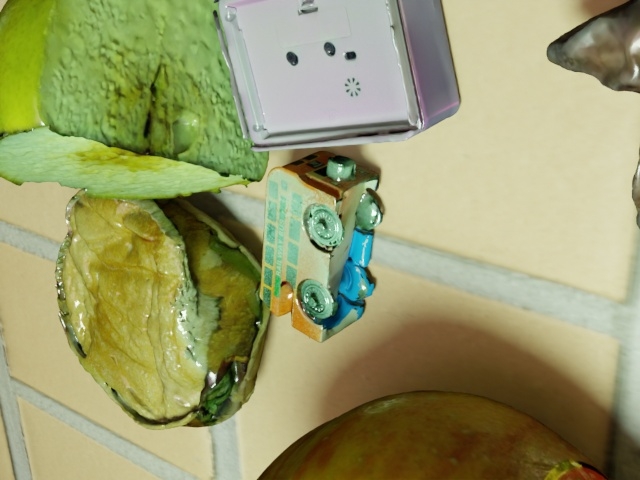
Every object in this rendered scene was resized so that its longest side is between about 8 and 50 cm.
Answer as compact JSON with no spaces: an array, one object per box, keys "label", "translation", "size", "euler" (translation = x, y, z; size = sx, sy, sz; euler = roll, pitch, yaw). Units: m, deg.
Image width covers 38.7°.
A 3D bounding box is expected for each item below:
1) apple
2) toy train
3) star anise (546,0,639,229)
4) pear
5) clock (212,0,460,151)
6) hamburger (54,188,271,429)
[{"label":"apple","translation":[0.088,0.326,0.755],"size":[0.400,0.334,0.400],"euler":[19,121,35]},{"label":"toy train","translation":[0.000,0.000,0.859],"size":[0.099,0.072,0.188],"euler":[29,128,35]},{"label":"star anise","translation":[0.276,-0.128,0.523],"size":[0.315,0.108,0.315],"euler":[28,131,38]},{"label":"pear","translation":[-0.184,-0.173,0.816],"size":[0.159,0.292,0.292],"euler":[1,111,37]},{"label":"clock","translation":[0.011,-0.154,0.769],"size":[0.193,0.073,0.144],"euler":[1,112,41]},{"label":"hamburger","translation":[-0.173,0.073,1.006],"size":[0.265,0.134,0.284],"euler":[40,127,28]}]
